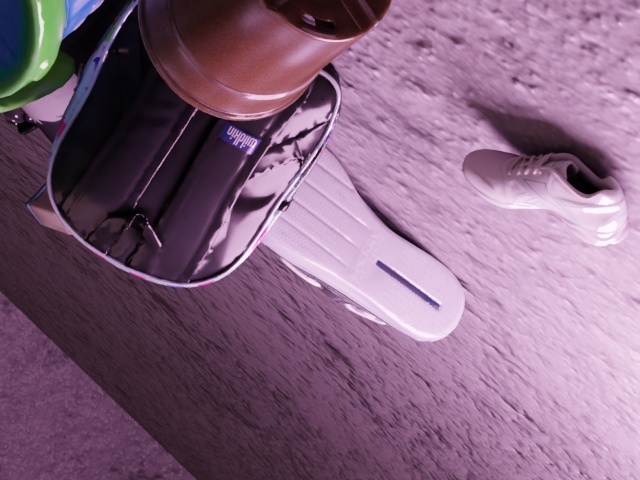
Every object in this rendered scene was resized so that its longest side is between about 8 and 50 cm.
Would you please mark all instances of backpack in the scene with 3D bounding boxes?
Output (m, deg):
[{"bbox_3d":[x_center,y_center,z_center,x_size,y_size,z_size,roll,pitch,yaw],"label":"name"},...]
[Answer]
[{"bbox_3d":[-0.125,-0.095,1.322,0.225,0.253,0.191,28,-172,-12],"label":"backpack"}]

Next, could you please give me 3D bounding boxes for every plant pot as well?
[{"bbox_3d":[-0.034,-0.192,1.125,0.167,0.167,0.165,45,153,-15],"label":"plant pot"}]

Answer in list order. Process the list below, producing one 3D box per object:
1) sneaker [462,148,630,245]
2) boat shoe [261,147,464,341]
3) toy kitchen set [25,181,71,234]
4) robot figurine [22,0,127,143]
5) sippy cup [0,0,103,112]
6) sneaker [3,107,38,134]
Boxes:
[{"bbox_3d":[0.185,-0.051,1.185,0.152,0.054,0.061,23,146,28],"label":"sneaker"},{"bbox_3d":[0.000,0.000,1.535,0.335,0.121,0.119,43,157,-14],"label":"boat shoe"},{"bbox_3d":[-0.284,-0.041,1.922,0.122,0.166,0.207,23,155,41],"label":"toy kitchen set"},{"bbox_3d":[-0.225,-0.172,1.512,0.278,0.173,0.209,52,-159,-30],"label":"robot figurine"},{"bbox_3d":[-0.245,-0.268,1.181,0.240,0.224,0.305,50,140,-5],"label":"sippy cup"},{"bbox_3d":[-0.357,-0.186,1.839,0.084,0.097,0.235,40,162,-1],"label":"sneaker"}]
